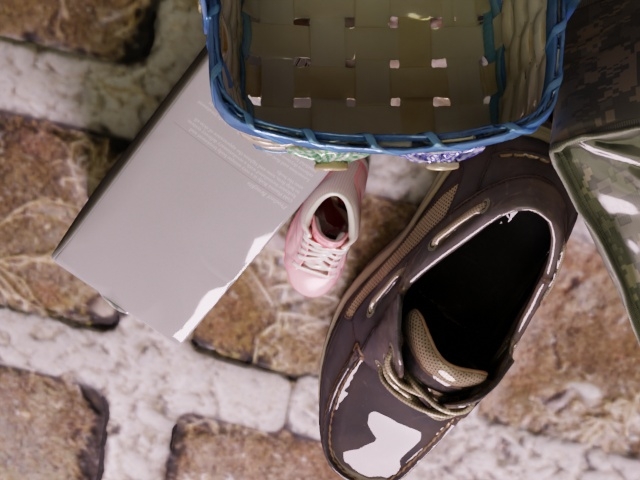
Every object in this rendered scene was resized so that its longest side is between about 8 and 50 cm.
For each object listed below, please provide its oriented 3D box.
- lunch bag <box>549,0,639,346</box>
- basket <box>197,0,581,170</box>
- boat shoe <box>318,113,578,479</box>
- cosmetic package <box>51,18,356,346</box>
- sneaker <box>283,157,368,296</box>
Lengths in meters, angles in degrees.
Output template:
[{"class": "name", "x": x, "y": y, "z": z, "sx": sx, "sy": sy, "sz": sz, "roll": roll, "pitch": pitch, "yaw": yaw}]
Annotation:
[{"class": "lunch bag", "x": 0.275, "y": -0.018, "z": 1.268, "sx": 0.169, "sy": 0.235, "sz": 0.287, "roll": -19, "pitch": 115, "yaw": 18}, {"class": "basket", "x": 0.047, "y": -0.153, "z": 1.170, "sx": 0.255, "sy": 0.201, "sz": 0.289, "roll": -2, "pitch": 162, "yaw": -1}, {"class": "boat shoe", "x": 0.083, "y": 0.065, "z": 1.417, "sx": 0.132, "sy": 0.130, "sz": 0.355, "roll": 23, "pitch": 122, "yaw": -3}, {"class": "cosmetic package", "x": -0.083, "y": -0.048, "z": 1.403, "sx": 0.127, "sy": 0.107, "sz": 0.238, "roll": 37, "pitch": 123, "yaw": -10}, {"class": "sneaker", "x": 0.000, "y": 0.000, "z": 1.432, "sx": 0.051, "sy": 0.070, "sz": 0.134, "roll": 18, "pitch": 123, "yaw": -2}]
